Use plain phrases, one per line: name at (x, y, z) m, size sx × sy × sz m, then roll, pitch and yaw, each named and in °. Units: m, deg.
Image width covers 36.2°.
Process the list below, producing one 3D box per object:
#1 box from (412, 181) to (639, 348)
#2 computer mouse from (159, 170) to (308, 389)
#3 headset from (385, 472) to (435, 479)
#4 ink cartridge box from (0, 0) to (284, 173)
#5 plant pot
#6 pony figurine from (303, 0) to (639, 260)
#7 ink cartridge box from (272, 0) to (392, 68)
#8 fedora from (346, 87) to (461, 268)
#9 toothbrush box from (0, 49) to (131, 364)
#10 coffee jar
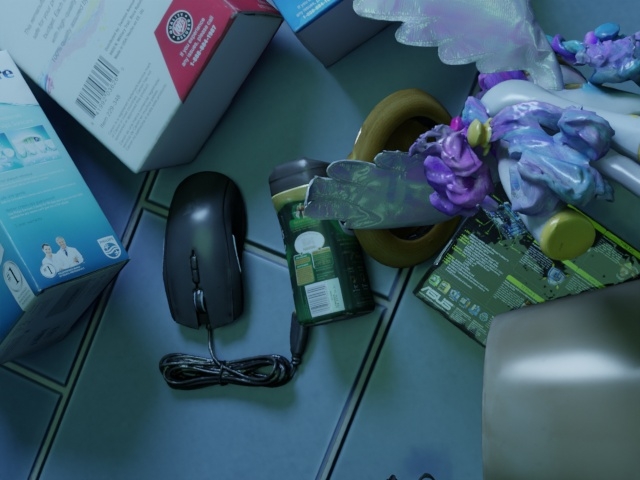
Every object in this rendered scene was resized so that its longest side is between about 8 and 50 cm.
box at (0.228, 0.040, 1.064) m, size 0.191 × 0.045 × 0.184 m, roll 36°, pitch 93°, yaw 13°
computer mouse at (-0.102, 0.049, 1.131) m, size 0.184 × 0.060 × 0.262 m, roll 3°, pitch 87°, yaw 14°
headset at (0.176, 0.407, 0.979) m, size 0.243 × 0.185 × 0.394 m, roll -35°, pitch 91°, yaw 8°
ink cartridge box at (-0.229, -0.259, 1.119) m, size 0.306 × 0.131 × 0.226 m, roll 43°, pitch 114°, yaw 13°
plant pot at (0.299, 0.162, 0.903) m, size 0.280 × 0.323 × 0.323 m, roll 1°, pitch 86°, yaw 16°
pony figurine at (0.186, -0.106, 0.891) m, size 0.351 × 0.363 × 0.303 m, roll 2°, pitch 116°, yaw -20°
ink cartridge box at (-0.002, -0.347, 1.078) m, size 0.171 × 0.168 × 0.232 m, roll -34°, pitch 80°, yaw 10°
fedora at (0.079, -0.068, 1.069) m, size 0.079 × 0.194 × 0.194 m, roll 7°, pitch 87°, yaw 49°
toothbrush box at (-0.378, -0.032, 1.120) m, size 0.295 × 0.126 × 0.216 m, roll 56°, pitch 133°, yaw 10°
coffee jar at (0.000, 0.000, 1.092) m, size 0.079 × 0.096 × 0.184 m, roll -15°, pitch 82°, yaw 22°
